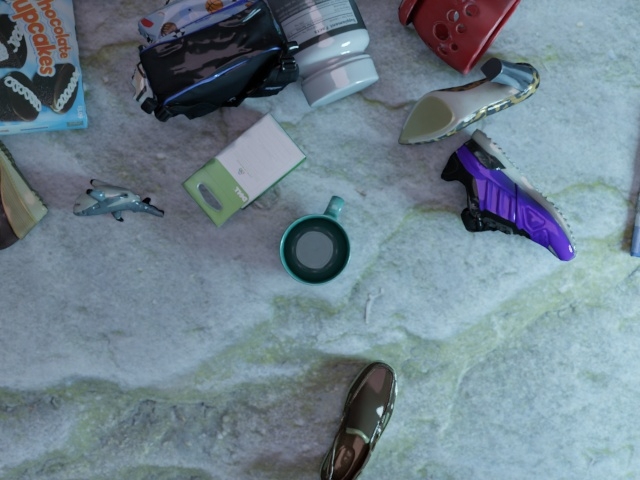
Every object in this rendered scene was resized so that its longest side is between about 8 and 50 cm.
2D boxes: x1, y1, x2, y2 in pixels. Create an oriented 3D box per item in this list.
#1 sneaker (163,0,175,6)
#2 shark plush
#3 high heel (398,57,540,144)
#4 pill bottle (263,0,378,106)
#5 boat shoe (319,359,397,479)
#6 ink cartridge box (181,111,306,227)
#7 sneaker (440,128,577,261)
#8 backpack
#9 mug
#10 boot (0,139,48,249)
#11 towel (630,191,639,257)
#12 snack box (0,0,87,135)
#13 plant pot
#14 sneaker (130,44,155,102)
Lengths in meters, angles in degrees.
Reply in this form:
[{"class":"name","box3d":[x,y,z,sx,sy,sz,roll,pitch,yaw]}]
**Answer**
[{"class":"sneaker","box3d":[-0.234,-0.458,1.916,0.073,0.063,0.162,29,93,-18]},{"class":"shark plush","box3d":[-0.374,-0.067,1.920,0.161,0.073,0.067,6,110,-21]},{"class":"high heel","box3d":[0.281,-0.242,1.914,0.261,0.186,0.093,-35,69,32]},{"class":"pill bottle","box3d":[-0.009,-0.395,1.859,0.161,0.161,0.283,-22,90,-1]},{"class":"boat shoe","box3d":[0.076,0.345,1.883,0.095,0.095,0.257,20,89,0]},{"class":"ink cartridge box","box3d":[-0.140,-0.128,1.902,0.209,0.062,0.109,-40,90,-1]},{"class":"sneaker","box3d":[0.336,-0.052,1.896,0.146,0.102,0.293,-42,85,3]},{"class":"backpack","box3d":[-0.191,-0.321,1.807,0.277,0.263,0.213,-20,84,-3]},{"class":"mug","box3d":[0.001,0.010,1.885,0.158,0.097,0.129,-33,89,-2]},{"class":"boot","box3d":[-0.645,-0.085,1.881,0.207,0.090,0.248,-35,93,-3]},{"class":"towel","box3d":[0.702,-0.092,1.928,0.209,0.034,0.284,11,89,0]},{"class":"snack box","box3d":[-0.532,-0.353,1.861,0.187,0.060,0.321,-7,79,-13]},{"class":"plant pot","box3d":[0.246,-0.420,1.848,0.174,0.191,0.191,35,89,3]},{"class":"sneaker","box3d":[-0.333,-0.308,1.913,0.044,0.040,0.109,-5,89,1]}]
